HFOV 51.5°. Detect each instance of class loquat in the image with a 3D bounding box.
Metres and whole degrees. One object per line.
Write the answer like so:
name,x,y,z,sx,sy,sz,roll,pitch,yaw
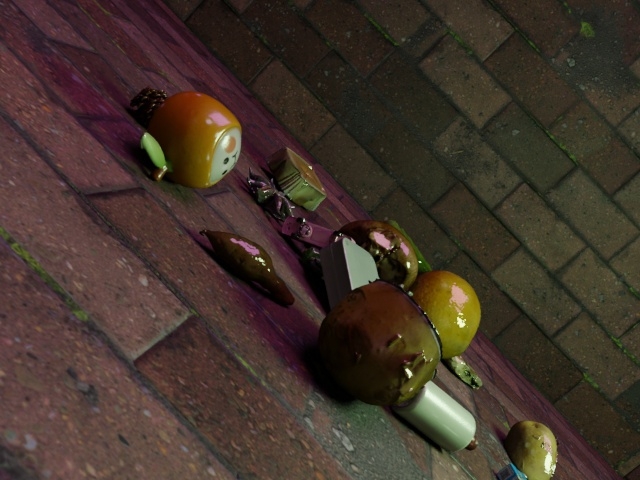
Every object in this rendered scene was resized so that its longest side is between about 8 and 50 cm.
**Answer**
loquat,0.353,0.221,2.039,0.275,0.275,0.275,44,11,-11

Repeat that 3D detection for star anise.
star anise,-0.148,-0.123,1.922,0.204,0.061,0.181,44,12,-9

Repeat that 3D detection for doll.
doll,-0.289,-0.196,1.403,0.213,0.213,0.236,46,53,-1

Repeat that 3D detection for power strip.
power strip,0.128,0.132,1.711,0.261,0.141,0.230,34,38,-49

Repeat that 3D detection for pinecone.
pinecone,-0.403,-0.317,1.596,0.102,0.102,0.109,29,30,-57

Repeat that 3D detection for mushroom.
mushroom,0.162,0.045,1.933,0.263,0.195,0.283,45,-13,4

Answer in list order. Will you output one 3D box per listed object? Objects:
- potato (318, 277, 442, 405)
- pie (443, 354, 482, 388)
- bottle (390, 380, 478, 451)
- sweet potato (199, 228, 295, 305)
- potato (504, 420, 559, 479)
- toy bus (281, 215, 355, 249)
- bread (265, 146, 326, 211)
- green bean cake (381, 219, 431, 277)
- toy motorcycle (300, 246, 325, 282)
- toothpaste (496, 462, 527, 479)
potato,0.095,0.222,1.316,0.246,0.196,0.300,53,-16,23
pie,0.474,0.423,2.318,0.218,0.052,0.185,41,7,-37
bottle,0.268,0.398,1.489,0.245,0.104,0.104,41,12,-26
sweet potato,-0.128,0.053,1.337,0.269,0.074,0.075,44,10,-32
potato,0.635,0.617,1.994,0.098,0.138,0.243,39,9,-12
toy bus,-0.004,-0.008,1.829,0.203,0.063,0.090,20,-6,18
bread,-0.088,-0.214,2.358,0.210,0.109,0.192,28,27,-57
green bean cake,0.219,0.080,2.155,0.248,0.222,0.125,46,12,-22
toy motorcycle,0.004,0.066,1.813,0.106,0.074,0.190,41,8,23
toothpaste,0.506,0.655,1.595,0.065,0.050,0.267,45,11,-22
